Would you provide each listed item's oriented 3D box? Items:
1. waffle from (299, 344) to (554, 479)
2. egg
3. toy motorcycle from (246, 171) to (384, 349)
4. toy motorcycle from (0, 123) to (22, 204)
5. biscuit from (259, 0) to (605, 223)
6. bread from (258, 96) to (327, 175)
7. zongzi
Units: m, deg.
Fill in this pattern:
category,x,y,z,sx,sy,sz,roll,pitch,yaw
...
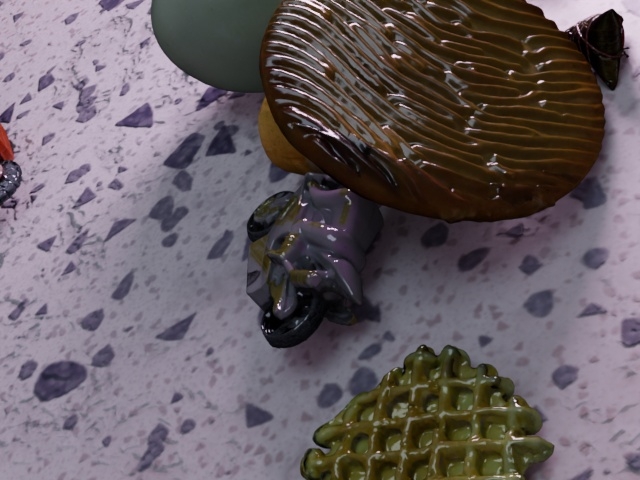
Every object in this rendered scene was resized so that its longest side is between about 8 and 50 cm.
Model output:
category,x,y,z,sx,sy,sz,roll,pitch,yaw
waffle,0.076,0.165,0.789,0.183,0.036,0.169,-40,43,-3
egg,-0.056,-0.271,1.164,0.283,0.203,0.203,-13,45,18
toy motorcycle,0.000,0.000,0.966,0.152,0.073,0.225,-33,32,13
toy motorcycle,-0.485,-0.106,1.380,0.171,0.089,0.298,-37,40,-1
biscuit,0.103,-0.145,0.928,0.318,0.040,0.318,7,51,-9
bread,0.007,-0.133,1.053,0.073,0.122,0.149,18,64,39
zongzi,0.266,-0.177,0.982,0.067,0.073,0.083,-10,8,3
